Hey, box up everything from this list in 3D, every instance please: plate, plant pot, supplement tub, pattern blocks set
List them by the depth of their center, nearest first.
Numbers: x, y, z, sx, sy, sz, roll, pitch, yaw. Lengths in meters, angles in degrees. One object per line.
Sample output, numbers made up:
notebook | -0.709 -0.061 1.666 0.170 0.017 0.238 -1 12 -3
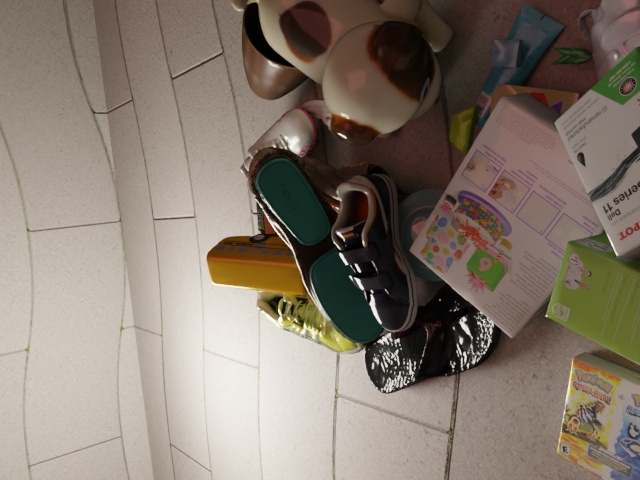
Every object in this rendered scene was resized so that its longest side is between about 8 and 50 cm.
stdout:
pattern blocks set | 0.351 -0.165 1.014 0.285 0.026 0.325 27 121 32
plate | 0.222 -0.008 1.193 0.188 0.024 0.188 6 104 24
plant pot | -0.103 -0.450 1.480 0.230 0.215 0.215 132 122 -65
supplement tub | -0.113 -0.070 1.620 0.117 0.117 0.190 9 104 52

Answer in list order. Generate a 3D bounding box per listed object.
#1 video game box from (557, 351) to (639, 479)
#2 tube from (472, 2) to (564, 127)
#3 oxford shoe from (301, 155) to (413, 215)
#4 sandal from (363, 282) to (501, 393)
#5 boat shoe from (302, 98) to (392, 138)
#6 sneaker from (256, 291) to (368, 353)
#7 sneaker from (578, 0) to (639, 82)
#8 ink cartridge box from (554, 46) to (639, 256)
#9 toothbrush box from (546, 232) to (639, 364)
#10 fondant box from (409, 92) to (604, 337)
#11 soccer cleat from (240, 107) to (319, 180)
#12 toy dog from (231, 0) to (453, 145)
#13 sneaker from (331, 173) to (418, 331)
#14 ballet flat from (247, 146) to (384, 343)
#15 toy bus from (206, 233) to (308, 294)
video game box | 0.489 0.302 0.956 0.205 0.048 0.187 20 111 50
tube | 0.328 -0.292 1.042 0.080 0.052 0.207 36 125 16
oxford shoe | 0.083 -0.126 1.356 0.363 0.130 0.133 35 118 33
sandal | 0.210 0.224 1.259 0.446 0.107 0.167 -49 58 47
boat shoe | 0.055 -0.271 1.368 0.277 0.098 0.096 17 110 49
sneaker | -0.022 0.197 1.509 0.384 0.147 0.145 0 79 52
sneaker | 0.491 -0.286 0.747 0.366 0.137 0.210 -29 77 55
ink cartridge box | 0.400 -0.102 0.730 0.153 0.087 0.208 128 133 -54
toothbrush box | 0.483 0.091 0.783 0.283 0.206 0.122 29 120 46
fondant box | 0.327 -0.039 0.994 0.238 0.096 0.330 42 127 22
soccer cleat | -0.110 -0.220 1.507 0.116 0.143 0.331 57 158 -2
toy dog | 0.068 -0.369 1.105 0.284 0.395 0.408 -52 49 31
sneaker | 0.096 0.029 1.190 0.126 0.127 0.321 -16 84 46
ballet flat | 0.000 0.000 1.330 0.483 0.164 0.182 58 -178 -16
toy bus | -0.109 0.060 1.520 0.332 0.130 0.108 4 117 24
